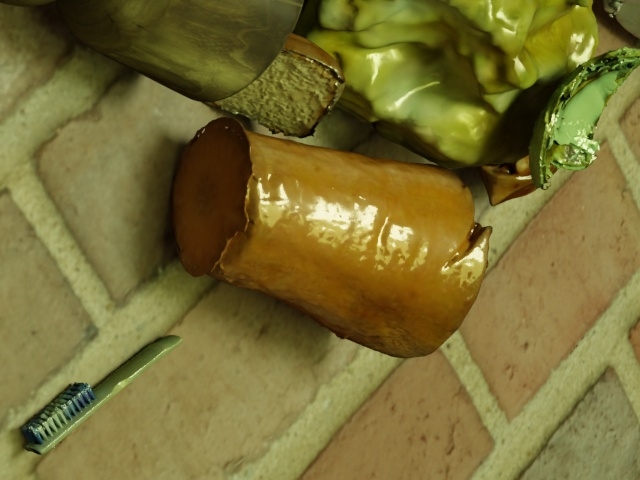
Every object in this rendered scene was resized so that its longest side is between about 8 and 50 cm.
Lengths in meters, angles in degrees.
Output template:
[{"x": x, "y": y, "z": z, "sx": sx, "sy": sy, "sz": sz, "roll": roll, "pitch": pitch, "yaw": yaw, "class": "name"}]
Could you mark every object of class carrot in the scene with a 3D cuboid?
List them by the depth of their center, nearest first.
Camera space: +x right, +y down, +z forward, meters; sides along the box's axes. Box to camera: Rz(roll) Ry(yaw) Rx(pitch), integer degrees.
[{"x": 0.000, "y": 0.000, "z": 1.821, "sx": 0.254, "sy": 0.196, "sz": 0.196, "roll": 12, "pitch": 88, "yaw": -39, "class": "carrot"}]

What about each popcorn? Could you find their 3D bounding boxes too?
[{"x": 0.122, "y": -0.242, "z": 1.878, "sx": 0.292, "sy": 0.293, "sz": 0.334, "roll": -84, "pitch": -179, "yaw": -49, "class": "popcorn"}]

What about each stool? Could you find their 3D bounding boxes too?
[{"x": -0.161, "y": -0.242, "z": 1.642, "sx": 0.264, "sy": 0.179, "sz": 0.179, "roll": 26, "pitch": 78, "yaw": -42, "class": "stool"}]

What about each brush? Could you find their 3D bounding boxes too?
[{"x": -0.195, "y": 0.128, "z": 1.763, "sx": 0.178, "sy": 0.033, "sz": 0.030, "roll": -39, "pitch": 106, "yaw": -32, "class": "brush"}]

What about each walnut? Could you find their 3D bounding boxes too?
[{"x": 0.217, "y": -0.125, "z": 2.050, "sx": 0.116, "sy": 0.115, "sz": 0.207, "roll": 39, "pitch": 72, "yaw": -39, "class": "walnut"}]

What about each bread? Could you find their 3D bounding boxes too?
[{"x": -0.047, "y": -0.149, "z": 1.793, "sx": 0.129, "sy": 0.126, "sz": 0.044, "roll": 17, "pitch": 55, "yaw": -10, "class": "bread"}]

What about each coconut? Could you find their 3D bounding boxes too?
[{"x": 0.236, "y": -0.112, "z": 1.833, "sx": 0.158, "sy": 0.055, "sz": 0.133, "roll": -47, "pitch": 165, "yaw": -14, "class": "coconut"}]

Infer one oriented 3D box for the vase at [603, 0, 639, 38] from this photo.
[{"x": 0.456, "y": -0.420, "z": 2.152, "sx": 0.250, "sy": 0.250, "sz": 0.445, "roll": 27, "pitch": 74, "yaw": -41, "class": "vase"}]
